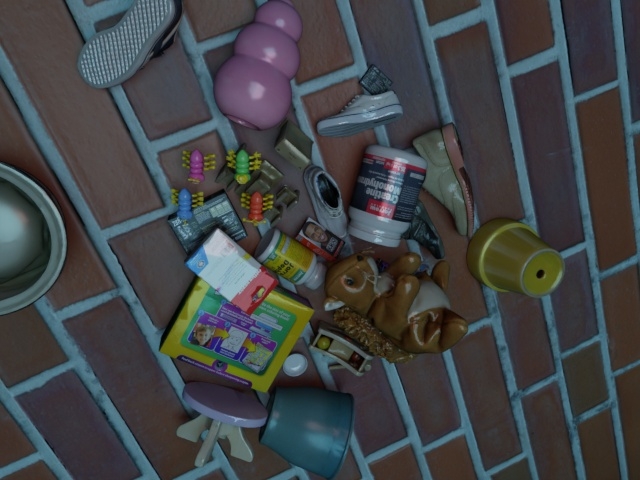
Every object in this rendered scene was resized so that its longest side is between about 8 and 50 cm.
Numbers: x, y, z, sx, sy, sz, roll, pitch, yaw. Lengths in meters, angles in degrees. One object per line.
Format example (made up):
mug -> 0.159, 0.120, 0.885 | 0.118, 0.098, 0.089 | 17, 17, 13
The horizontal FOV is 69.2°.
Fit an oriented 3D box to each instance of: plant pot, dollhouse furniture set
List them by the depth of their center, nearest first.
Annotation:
dollhouse furniture set -> -0.140, -0.207, 1.332 | 0.212, 0.161, 0.242 | 39, 115, -21
plant pot -> -0.055, 0.596, 1.508 | 0.255, 0.272, 0.272 | 20, 100, -6
plant pot -> 0.661, 0.073, 1.548 | 0.253, 0.239, 0.254 | -4, 107, -13

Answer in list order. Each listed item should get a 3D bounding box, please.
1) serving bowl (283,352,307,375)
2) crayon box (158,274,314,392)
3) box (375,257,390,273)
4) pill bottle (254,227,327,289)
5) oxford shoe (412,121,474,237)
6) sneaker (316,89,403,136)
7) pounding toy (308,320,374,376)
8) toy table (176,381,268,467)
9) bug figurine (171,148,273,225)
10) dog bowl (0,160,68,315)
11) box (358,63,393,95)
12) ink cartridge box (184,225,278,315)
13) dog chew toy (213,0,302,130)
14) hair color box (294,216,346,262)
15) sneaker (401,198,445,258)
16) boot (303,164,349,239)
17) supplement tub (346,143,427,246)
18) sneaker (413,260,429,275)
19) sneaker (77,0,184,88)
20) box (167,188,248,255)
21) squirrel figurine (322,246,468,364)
serving bowl -> -0.087, 0.412, 1.557 | 0.083, 0.027, 0.084 | -4, 107, -13
crayon box -> -0.254, 0.256, 1.426 | 0.362, 0.106, 0.313 | 28, 95, -19
box -> 0.228, 0.146, 1.565 | 0.162, 0.029, 0.116 | 32, 95, -22
pill bottle -> -0.086, 0.062, 1.409 | 0.208, 0.117, 0.118 | 34, 95, -21
oxford shoe -> 0.403, -0.177, 1.488 | 0.146, 0.140, 0.397 | -12, 117, 21
sneaker -> 0.109, -0.373, 1.362 | 0.257, 0.094, 0.091 | -14, 77, -3
pounding toy -> 0.071, 0.391, 1.526 | 0.269, 0.154, 0.155 | 27, 97, -20
toy table -> -0.313, 0.567, 1.442 | 0.274, 0.252, 0.161 | 18, 94, 19
bug figurine -> -0.265, -0.136, 1.225 | 0.278, 0.072, 0.217 | 1, 115, -3
dog bowl -> -0.844, -0.022, 1.167 | 0.407, 0.150, 0.409 | -4, 107, -15
box -> 0.164, -0.469, 1.376 | 0.083, 0.018, 0.067 | 34, 95, -21
ink cartridge box -> -0.246, 0.085, 1.292 | 0.231, 0.078, 0.134 | 44, 82, -17
dog chew toy -> -0.146, -0.463, 1.208 | 0.206, 0.206, 0.332 | 21, 91, -19
hair color box -> 0.000, 0.000, 1.424 | 0.141, 0.043, 0.072 | 33, 61, -8
sneaker -> 0.312, -0.016, 1.513 | 0.130, 0.087, 0.228 | -34, 108, -1
boot -> 0.028, -0.099, 1.390 | 0.095, 0.123, 0.258 | -30, 111, -5
supplement tub -> 0.193, -0.134, 1.385 | 0.191, 0.191, 0.273 | 12, 100, -18
sneaker -> 0.328, 0.180, 1.543 | 0.085, 0.086, 0.238 | -13, 111, -16
sneaker -> -0.458, -0.496, 1.157 | 0.321, 0.127, 0.126 | -29, 107, 21
box -> -0.323, -0.041, 1.337 | 0.180, 0.077, 0.148 | -28, 110, -6
squirrel figurine -> 0.166, 0.202, 1.378 | 0.370, 0.281, 0.397 | 17, 134, -12
